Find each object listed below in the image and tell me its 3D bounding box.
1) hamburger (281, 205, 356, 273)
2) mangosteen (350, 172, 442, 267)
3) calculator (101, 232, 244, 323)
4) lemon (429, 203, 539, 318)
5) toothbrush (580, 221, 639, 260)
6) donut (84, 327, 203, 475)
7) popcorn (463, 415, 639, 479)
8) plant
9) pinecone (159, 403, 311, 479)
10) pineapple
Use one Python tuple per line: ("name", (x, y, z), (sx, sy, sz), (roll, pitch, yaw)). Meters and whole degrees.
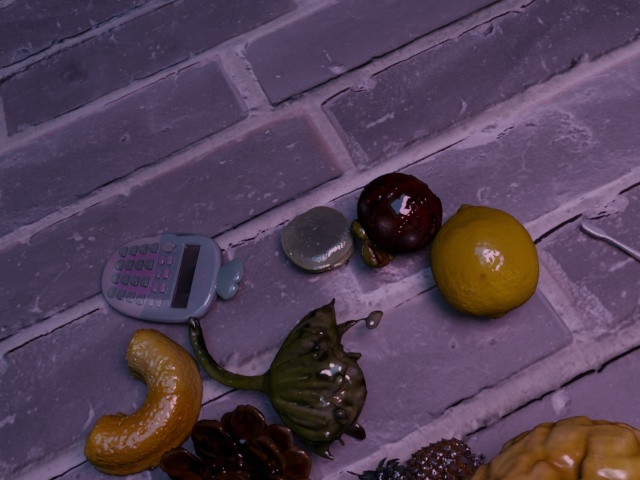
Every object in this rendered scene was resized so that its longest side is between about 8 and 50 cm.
("hamburger", (0.000, 0.000, 1.072), (0.140, 0.062, 0.133), (-35, 62, -6))
("mangosteen", (0.131, -0.036, 1.019), (0.180, 0.166, 0.166), (-47, 65, 12))
("calculator", (-0.291, 0.072, 1.095), (0.298, 0.041, 0.186), (1, 66, 12))
("lemon", (0.275, 0.032, 0.946), (0.178, 0.178, 0.203), (-16, 81, 1))
("toothbrush", (0.588, 0.043, 0.983), (0.275, 0.025, 0.019), (33, 80, 19))
("donut", (-0.289, 0.282, 0.975), (0.152, 0.101, 0.259), (12, 64, 8))
("popcorn", (0.307, 0.420, 0.665), (0.344, 0.354, 0.390), (49, 124, 25))
("plant", (-0.063, 0.240, 0.964), (0.333, 0.180, 0.251), (-12, 69, 34))
("pinecone", (-0.144, 0.382, 0.811), (0.243, 0.309, 0.244), (6, 104, 24))
("pineapple", (0.152, 0.375, 0.862), (0.221, 0.083, 0.103), (-20, 63, 2))
